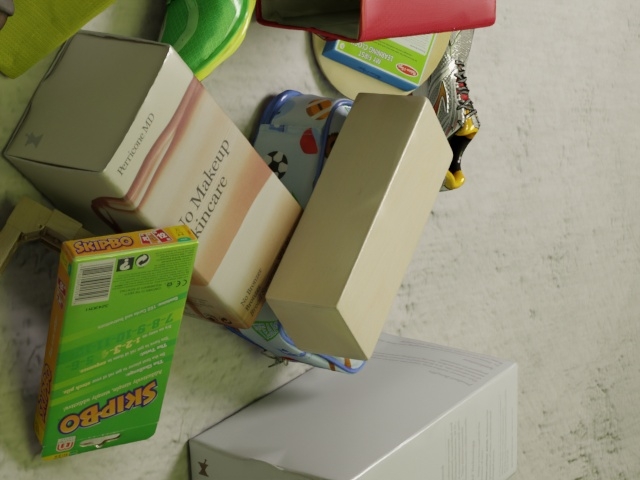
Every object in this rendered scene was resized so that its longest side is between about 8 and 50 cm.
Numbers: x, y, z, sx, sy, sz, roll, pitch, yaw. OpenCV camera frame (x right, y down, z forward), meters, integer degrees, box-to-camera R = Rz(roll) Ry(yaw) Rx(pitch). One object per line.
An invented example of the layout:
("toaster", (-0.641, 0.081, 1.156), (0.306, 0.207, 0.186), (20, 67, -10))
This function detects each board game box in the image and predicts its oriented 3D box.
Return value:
("board game box", (-0.196, 0.100, 1.574), (0.124, 0.039, 0.259), (-9, 131, -29))

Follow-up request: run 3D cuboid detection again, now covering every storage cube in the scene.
("storage cube", (0.059, -0.321, 1.764), (0.193, 0.183, 0.215), (-11, 109, -37))

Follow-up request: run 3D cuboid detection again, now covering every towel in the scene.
("towel", (-0.206, -0.230, 1.451), (0.237, 0.021, 0.102), (-36, 143, 12))

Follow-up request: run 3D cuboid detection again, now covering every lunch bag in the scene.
("lunch bag", (0.000, 0.000, 1.879), (0.243, 0.115, 0.303), (31, 73, -57))

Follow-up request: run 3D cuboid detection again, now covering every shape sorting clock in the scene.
("shape sorting clock", (0.073, -0.259, 1.940), (0.206, 0.040, 0.206), (-12, 110, -36))

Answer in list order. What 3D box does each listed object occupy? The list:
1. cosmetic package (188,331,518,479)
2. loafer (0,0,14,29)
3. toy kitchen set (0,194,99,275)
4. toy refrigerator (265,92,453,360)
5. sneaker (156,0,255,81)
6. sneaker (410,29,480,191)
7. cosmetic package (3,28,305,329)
("cosmetic package", (0.048, 0.249, 1.931), (0.385, 0.217, 0.156), (-26, 120, -48))
("loafer", (-0.396, -0.152, 1.250), (0.366, 0.134, 0.130), (-8, 110, -45))
("toy kitchen set", (-0.258, 0.017, 1.544), (0.075, 0.083, 0.068), (-62, -176, -23))
("toy refrigerator", (0.041, -0.018, 1.740), (0.269, 0.094, 0.102), (-67, 147, -28))
("sneaker", (-0.117, -0.290, 1.651), (0.123, 0.109, 0.295), (23, 81, -33))
("sneaker", (0.163, -0.168, 2.077), (0.088, 0.093, 0.225), (-3, 105, -56))
("cosmetic package", (-0.151, -0.054, 1.621), (0.296, 0.129, 0.153), (49, 60, -49))
